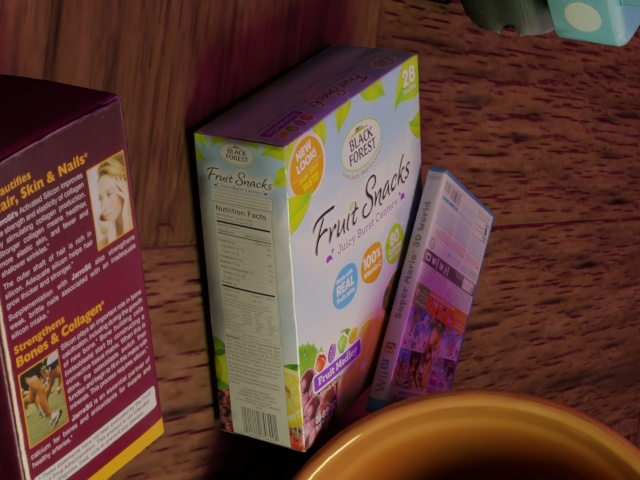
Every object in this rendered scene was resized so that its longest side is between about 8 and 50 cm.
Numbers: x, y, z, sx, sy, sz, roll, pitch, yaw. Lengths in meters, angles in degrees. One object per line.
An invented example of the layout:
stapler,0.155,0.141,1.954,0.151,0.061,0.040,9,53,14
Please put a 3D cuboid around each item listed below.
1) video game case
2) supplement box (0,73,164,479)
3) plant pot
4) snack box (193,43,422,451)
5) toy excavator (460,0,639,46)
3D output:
video game case,0.077,0.045,1.068,0.119,0.015,0.166,34,69,-64
supplement box,-0.144,0.029,0.740,0.104,0.081,0.188,-38,132,-49
plant pot,0.107,0.248,1.027,0.203,0.291,0.290,53,52,-79
snack box,0.000,0.000,0.994,0.174,0.070,0.207,-40,132,-51
toy excavator,0.268,-0.223,1.003,0.433,0.445,0.222,-60,145,-31
